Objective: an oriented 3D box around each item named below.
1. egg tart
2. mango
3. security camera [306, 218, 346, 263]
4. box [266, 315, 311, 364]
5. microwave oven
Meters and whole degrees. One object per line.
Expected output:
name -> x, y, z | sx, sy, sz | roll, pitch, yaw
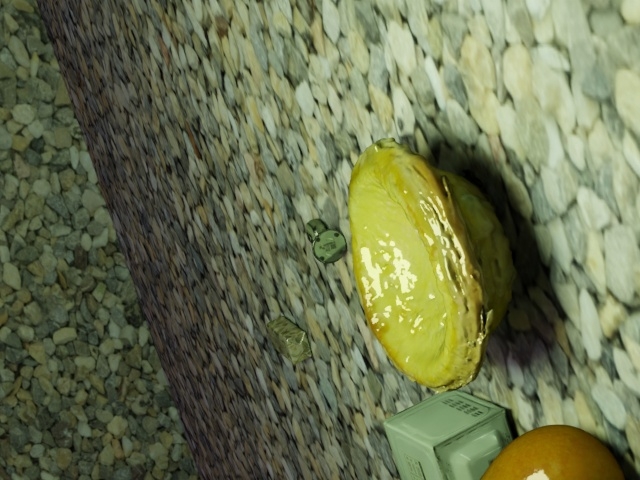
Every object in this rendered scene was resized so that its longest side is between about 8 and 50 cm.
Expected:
egg tart -> 0.131, 0.023, 1.170 | 0.315, 0.120, 0.315 | 165, 90, -70
mango -> 0.238, 0.317, 1.126 | 0.175, 0.139, 0.254 | -80, 15, -52
security camera -> 0.000, 0.000, 1.583 | 0.092, 0.058, 0.058 | -149, 40, -70
box -> -0.059, 0.187, 1.910 | 0.098, 0.045, 0.062 | 25, 135, 59
microwave oven -> 0.193, 0.320, 1.331 | 0.162, 0.122, 0.208 | 10, 120, 65
